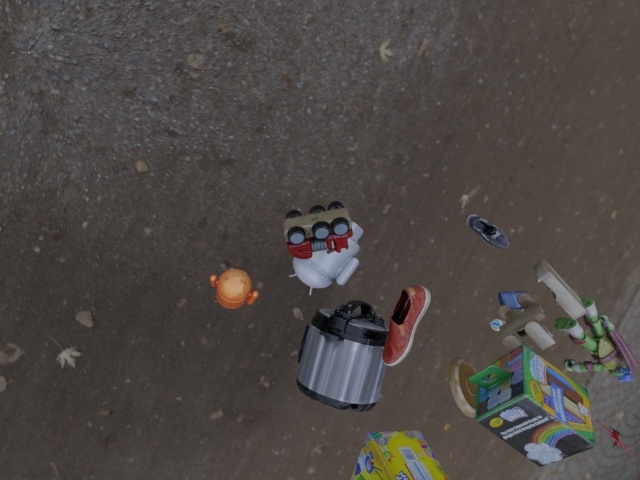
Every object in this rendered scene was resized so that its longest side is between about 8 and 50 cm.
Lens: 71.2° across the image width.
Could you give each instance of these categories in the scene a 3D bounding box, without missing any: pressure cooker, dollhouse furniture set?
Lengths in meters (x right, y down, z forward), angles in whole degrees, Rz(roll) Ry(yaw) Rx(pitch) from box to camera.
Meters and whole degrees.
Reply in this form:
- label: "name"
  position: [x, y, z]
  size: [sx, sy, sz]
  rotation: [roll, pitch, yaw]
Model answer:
- label: "pressure cooker"
  position: [0.116, 0.457, 1.891]
  size: [0.375, 0.370, 0.420]
  rotation: [15, 90, -14]
- label: "dollhouse furniture set"
  position: [0.631, 0.202, 1.350]
  size: [0.161, 0.212, 0.242]
  rotation: [47, 115, -1]

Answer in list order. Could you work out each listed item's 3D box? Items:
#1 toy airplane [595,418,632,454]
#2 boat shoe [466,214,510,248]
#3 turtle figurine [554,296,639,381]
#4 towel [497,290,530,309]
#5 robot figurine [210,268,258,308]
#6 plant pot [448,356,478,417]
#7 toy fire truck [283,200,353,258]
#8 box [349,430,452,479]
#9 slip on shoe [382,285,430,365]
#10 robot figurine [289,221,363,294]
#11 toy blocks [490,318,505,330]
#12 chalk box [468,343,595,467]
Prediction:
- label: "toy airplane"
  position: [1.033, 0.690, 1.567]
  size: [0.151, 0.151, 0.028]
  rotation: [20, 118, -37]
- label: "boat shoe"
  position: [0.669, -0.027, 1.762]
  size: [0.206, 0.065, 0.075]
  rotation: [34, 101, -8]
- label: "turtle figurine"
  position: [0.841, 0.313, 1.433]
  size: [0.198, 0.274, 0.266]
  rotation: [-34, 107, 19]
- label: "towel"
  position: [0.696, 0.214, 1.599]
  size: [0.119, 0.067, 0.029]
  rotation: [-2, 151, -13]
- label: "robot figurine"
  position: [-0.323, 0.181, 1.671]
  size: [0.128, 0.219, 0.158]
  rotation: [-29, 78, -25]
- label: "plant pot"
  position: [0.598, 0.587, 1.802]
  size: [0.236, 0.236, 0.032]
  rotation: [27, 139, -35]
- label: "toy fire truck"
  position: [0.000, 0.000, 1.510]
  size: [0.217, 0.158, 0.246]
  rotation: [-12, 131, 0]
- label: "box"
  position: [0.216, 0.718, 1.180]
  size: [0.177, 0.290, 0.279]
  rotation: [8, 110, -22]
- label: "slip on shoe"
  position: [0.293, 0.312, 1.648]
  size: [0.101, 0.123, 0.331]
  rotation: [12, 109, -26]
- label: "robot figurine"
  position: [0.024, 0.055, 1.874]
  size: [0.353, 0.300, 0.200]
  rotation: [-50, 149, 2]
- label: "toy blocks"
  position: [0.836, 0.372, 2.007]
  size: [0.148, 0.123, 0.054]
  rotation: [21, 53, -47]
- label: "chalk box"
  position: [0.535, 0.417, 1.184]
  size: [0.289, 0.179, 0.180]
  rotation: [37, 129, -3]
